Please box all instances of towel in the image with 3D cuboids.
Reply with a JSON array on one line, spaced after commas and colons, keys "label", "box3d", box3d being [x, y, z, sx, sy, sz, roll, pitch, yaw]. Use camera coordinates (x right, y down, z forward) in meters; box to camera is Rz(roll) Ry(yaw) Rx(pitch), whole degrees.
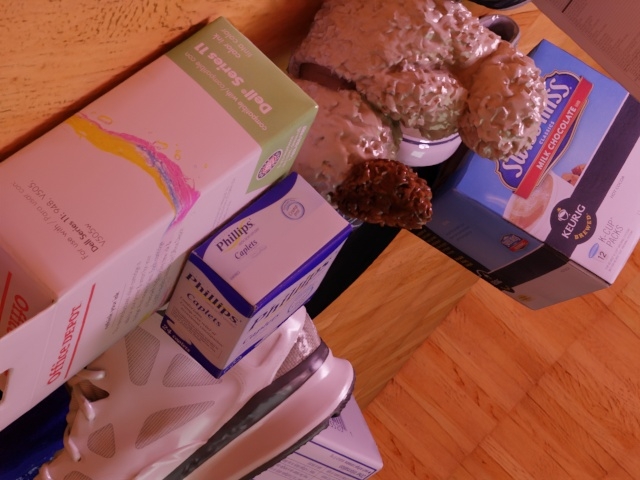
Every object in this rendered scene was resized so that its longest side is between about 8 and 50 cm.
[{"label": "towel", "box3d": [-0.268, 0.177, 1.682, 0.228, 0.076, 0.308, -41, 167, -22]}]

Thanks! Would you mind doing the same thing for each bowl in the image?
[{"label": "bowl", "box3d": [0.000, 0.000, 1.994, 0.391, 0.077, 0.391, -43, 168, -11]}]

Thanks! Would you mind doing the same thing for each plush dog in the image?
[{"label": "plush dog", "box3d": [0.030, -0.123, 1.423, 0.225, 0.262, 0.210, -56, 137, -13]}]

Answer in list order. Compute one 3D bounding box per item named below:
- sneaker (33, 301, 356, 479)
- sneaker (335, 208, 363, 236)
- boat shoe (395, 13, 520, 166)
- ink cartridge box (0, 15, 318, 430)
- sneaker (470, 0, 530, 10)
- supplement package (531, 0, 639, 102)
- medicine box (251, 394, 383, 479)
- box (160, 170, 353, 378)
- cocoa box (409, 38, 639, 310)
[{"label": "sneaker", "box3d": [-0.215, 0.161, 1.507, 0.447, 0.257, 0.169, -36, -167, -3]}, {"label": "sneaker", "box3d": [-0.013, -0.034, 1.697, 0.267, 0.101, 0.106, -10, 134, -54]}, {"label": "boat shoe", "box3d": [0.141, -0.180, 1.858, 0.302, 0.109, 0.094, -46, 161, -53]}, {"label": "ink cartridge box", "box3d": [-0.181, -0.002, 1.274, 0.353, 0.119, 0.207, -39, 168, -32]}, {"label": "sneaker", "box3d": [0.220, -0.322, 1.596, 0.268, 0.101, 0.153, -50, 170, 32]}, {"label": "supplement package", "box3d": [0.323, -0.283, 1.733, 0.134, 0.244, 0.139, -28, 160, -53]}, {"label": "medicine box", "box3d": [-0.123, 0.256, 1.928, 0.289, 0.149, 0.263, -35, 146, 16]}, {"label": "box", "box3d": [-0.055, 0.030, 1.358, 0.126, 0.072, 0.137, -40, 168, -32]}, {"label": "cocoa box", "box3d": [0.280, -0.073, 2.084, 0.231, 0.228, 0.347, -58, -178, -10]}]
